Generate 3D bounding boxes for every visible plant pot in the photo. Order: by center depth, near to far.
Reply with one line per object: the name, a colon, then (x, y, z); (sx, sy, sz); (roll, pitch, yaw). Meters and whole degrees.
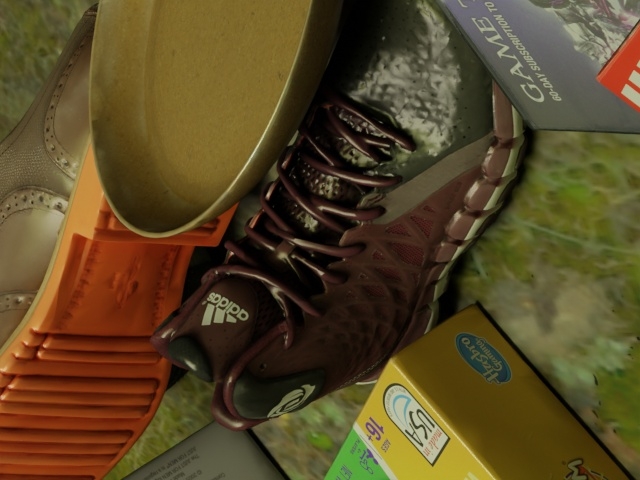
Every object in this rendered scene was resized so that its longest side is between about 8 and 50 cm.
plant pot: (-0.049, -0.115, 0.860); (0.236, 0.032, 0.236); (-29, 55, 52)

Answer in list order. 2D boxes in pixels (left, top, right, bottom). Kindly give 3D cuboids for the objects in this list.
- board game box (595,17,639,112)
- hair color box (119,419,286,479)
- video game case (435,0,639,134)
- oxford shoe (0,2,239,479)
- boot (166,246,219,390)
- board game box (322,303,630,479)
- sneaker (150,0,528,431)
board game box: (0.200, -0.039, 0.579); (0.193, 0.045, 0.147); (38, 159, 5)
hair color box: (-0.027, 0.318, 1.147); (0.374, 0.185, 0.113); (50, 147, 15)
video game case: (0.128, -0.110, 0.651); (0.274, 0.026, 0.196); (9, 146, 53)
oxford shoe: (-0.160, 0.031, 1.060); (0.133, 0.130, 0.364); (41, 108, 39)
boot: (-0.148, 0.022, 1.190); (0.161, 0.083, 0.246); (57, 142, 13)
board game box: (0.128, 0.222, 0.960); (0.316, 0.064, 0.242); (48, 147, 18)
sneaker: (0.000, 0.000, 0.853); (0.106, 0.162, 0.281); (40, 140, 27)
